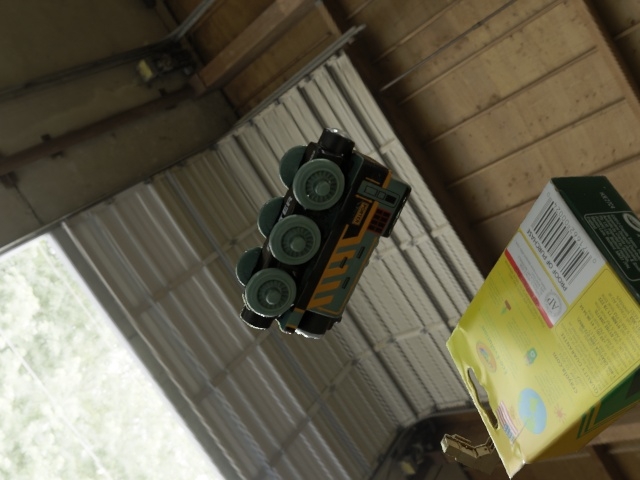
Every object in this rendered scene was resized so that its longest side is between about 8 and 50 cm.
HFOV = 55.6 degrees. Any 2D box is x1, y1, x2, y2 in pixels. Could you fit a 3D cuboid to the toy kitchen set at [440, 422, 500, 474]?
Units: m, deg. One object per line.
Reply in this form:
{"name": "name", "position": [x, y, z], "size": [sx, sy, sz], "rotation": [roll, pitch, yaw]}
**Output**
{"name": "toy kitchen set", "position": [0.247, 0.316, 0.983], "size": [0.083, 0.068, 0.075], "rotation": [26, -81, -3]}

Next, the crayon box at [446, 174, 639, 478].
{"name": "crayon box", "position": [0.264, 0.109, 0.686], "size": [0.319, 0.081, 0.202], "rotation": [108, -29, -47]}

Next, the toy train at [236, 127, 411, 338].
{"name": "toy train", "position": [0.000, 0.000, 0.938], "size": [0.190, 0.142, 0.334], "rotation": [20, -78, -22]}
